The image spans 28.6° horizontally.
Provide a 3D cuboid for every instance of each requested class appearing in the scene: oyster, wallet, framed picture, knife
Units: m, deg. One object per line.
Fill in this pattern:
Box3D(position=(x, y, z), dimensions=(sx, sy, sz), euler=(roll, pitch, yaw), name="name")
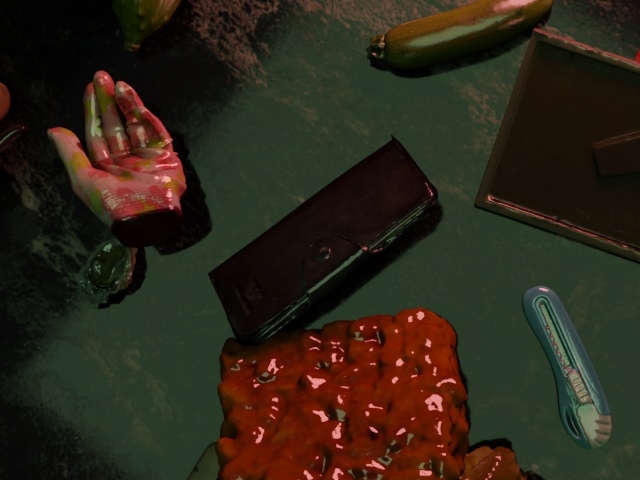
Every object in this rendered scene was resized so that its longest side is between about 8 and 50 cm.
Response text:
Box3D(position=(-0.286, 0.039, 1.705), dimensions=(0.100, 0.037, 0.098), euler=(-25, 63, 25), name="oyster")
Box3D(position=(0.000, 0.000, 1.615), dimensions=(0.318, 0.172, 0.045), euler=(-36, 126, 5), name="wallet")
Box3D(position=(0.389, -0.101, 1.582), dimensions=(0.335, 0.022, 0.247), euler=(19, 113, 8), name="framed picture")
Box3D(position=(0.317, 0.163, 1.616), dimensions=(0.064, 0.031, 0.222), euler=(-23, 83, 9), name="knife")

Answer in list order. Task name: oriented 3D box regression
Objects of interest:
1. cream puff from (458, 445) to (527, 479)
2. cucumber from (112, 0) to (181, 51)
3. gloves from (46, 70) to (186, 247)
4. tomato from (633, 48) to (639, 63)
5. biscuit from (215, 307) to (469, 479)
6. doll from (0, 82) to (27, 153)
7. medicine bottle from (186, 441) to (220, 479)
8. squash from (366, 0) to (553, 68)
Box3D(position=(0.184, 0.375, 1.555), dimensions=(0.244, 0.196, 0.244), euler=(6, 65, -12), name="cream puff")
Box3D(position=(-0.228, -0.373, 1.685), dimensions=(0.134, 0.134, 0.244), euler=(15, 97, 8), name="cucumber")
Box3D(position=(-0.265, -0.109, 1.671), dimensions=(0.145, 0.126, 0.241), euler=(-29, 54, 9), name="gloves")
Box3D(position=(0.496, -0.214, 1.587), dimensions=(0.189, 0.099, 0.173), euler=(30, 92, 10), name="tomato")
Box3D(position=(0.024, 0.219, 1.535), dimensions=(0.312, 0.110, 0.318), euler=(-9, 44, 8), name="biscuit")
Box3D(position=(-0.546, -0.094, 1.646), dimensions=(0.330, 0.235, 0.174), euler=(-40, 52, 12), name="doll")
Box3D(position=(-0.156, 0.391, 1.618), dimensions=(0.114, 0.114, 0.252), euler=(31, 91, 8), name="medicine bottle")
Box3D(position=(0.185, -0.275, 1.647), dimensions=(0.258, 0.069, 0.069), euler=(-18, 84, 6), name="squash")
